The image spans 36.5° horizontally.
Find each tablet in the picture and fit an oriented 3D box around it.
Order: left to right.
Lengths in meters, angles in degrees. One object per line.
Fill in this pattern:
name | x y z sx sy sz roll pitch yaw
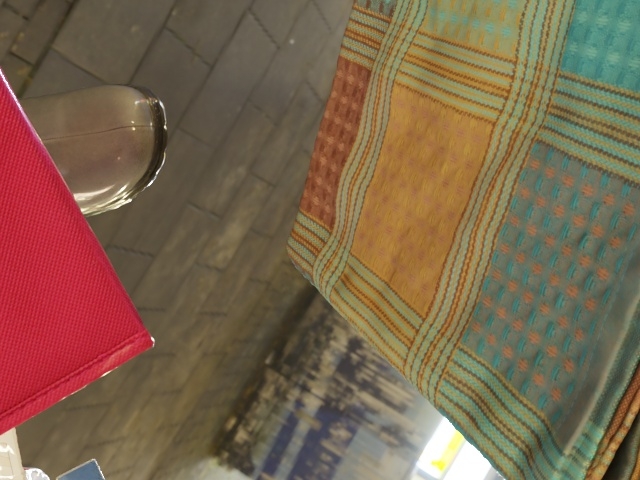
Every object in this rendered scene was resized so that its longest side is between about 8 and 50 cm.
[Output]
tablet | -0.294 0.324 1.228 0.054 0.083 0.006 -25 -171 -19

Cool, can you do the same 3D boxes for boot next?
boot | -0.320 -0.068 0.830 0.222 0.338 0.118 -3 82 -67

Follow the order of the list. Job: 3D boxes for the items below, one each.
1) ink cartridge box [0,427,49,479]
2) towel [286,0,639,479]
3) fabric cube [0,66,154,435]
ink cartridge box | -0.313 0.184 0.768 0.056 0.181 0.225 -90 -176 -53
towel | 0.082 -0.046 0.545 0.370 0.040 0.271 39 -63 60
fabric cube | -0.270 -0.014 0.481 0.254 0.258 0.259 -30 -166 -15
